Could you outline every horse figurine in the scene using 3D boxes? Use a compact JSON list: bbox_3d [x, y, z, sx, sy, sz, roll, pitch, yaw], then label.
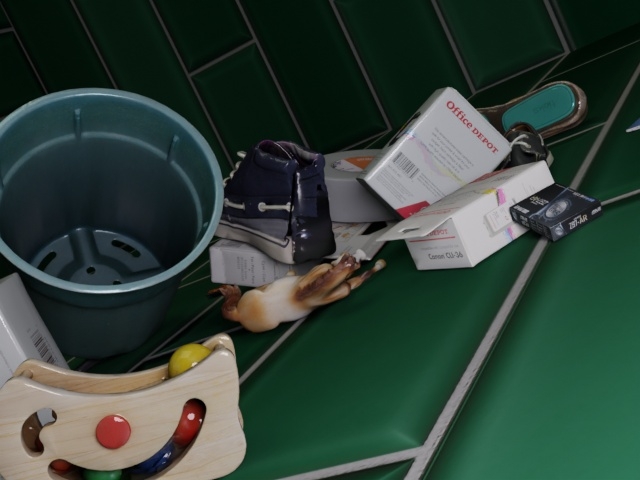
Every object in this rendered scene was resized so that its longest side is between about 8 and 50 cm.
[{"bbox_3d":[-0.033,0.066,1.200,0.263,0.066,0.174,-19,5,25],"label":"horse figurine"}]

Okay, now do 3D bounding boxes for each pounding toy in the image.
[{"bbox_3d":[-0.195,0.158,0.822,0.269,0.154,0.155,-26,9,-4],"label":"pounding toy"}]

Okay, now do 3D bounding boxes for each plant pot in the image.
[{"bbox_3d":[-0.340,0.005,1.415,0.341,0.341,0.334,-31,-19,-29],"label":"plant pot"}]

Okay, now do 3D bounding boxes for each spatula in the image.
[{"bbox_3d":[-0.422,0.221,1.501,0.296,0.030,0.084,-32,8,-33],"label":"spatula"}]

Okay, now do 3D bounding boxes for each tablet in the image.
[{"bbox_3d":[0.484,-0.179,1.346,0.054,0.006,0.083,-18,11,43],"label":"tablet"}]

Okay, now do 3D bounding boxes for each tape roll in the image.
[{"bbox_3d":[0.076,-0.095,1.541,0.219,0.072,0.219,-3,18,1],"label":"tape roll"}]

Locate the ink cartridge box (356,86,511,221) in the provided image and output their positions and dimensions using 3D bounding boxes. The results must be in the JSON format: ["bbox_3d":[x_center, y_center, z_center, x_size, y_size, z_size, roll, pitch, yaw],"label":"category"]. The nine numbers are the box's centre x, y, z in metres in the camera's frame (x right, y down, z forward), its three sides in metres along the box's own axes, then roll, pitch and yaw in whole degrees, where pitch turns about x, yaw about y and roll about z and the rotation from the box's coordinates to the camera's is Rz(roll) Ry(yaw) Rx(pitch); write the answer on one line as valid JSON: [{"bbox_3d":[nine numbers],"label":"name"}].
[{"bbox_3d":[0.157,-0.107,1.280,0.175,0.127,0.072,-47,10,-1],"label":"ink cartridge box"}]

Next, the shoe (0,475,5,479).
[{"bbox_3d":[-0.400,0.288,0.939,0.178,0.063,0.081,-18,6,20],"label":"shoe"}]

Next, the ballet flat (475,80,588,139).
[{"bbox_3d":[0.328,-0.193,1.638,0.316,0.108,0.106,-14,-6,32],"label":"ballet flat"}]

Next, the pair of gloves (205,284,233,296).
[{"bbox_3d":[-0.165,0.080,1.663,0.074,0.010,0.083,-18,9,47],"label":"pair of gloves"}]

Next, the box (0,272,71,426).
[{"bbox_3d":[-0.492,0.217,1.129,0.345,0.215,0.168,-26,8,-4],"label":"box"}]

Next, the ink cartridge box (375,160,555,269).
[{"bbox_3d":[0.176,-0.020,1.095,0.198,0.067,0.115,-29,9,-26],"label":"ink cartridge box"}]

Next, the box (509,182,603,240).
[{"bbox_3d":[0.259,-0.033,1.018,0.067,0.018,0.083,-27,25,-11],"label":"box"}]

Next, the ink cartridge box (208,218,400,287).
[{"bbox_3d":[0.000,0.000,1.489,0.261,0.066,0.296,4,20,20],"label":"ink cartridge box"}]

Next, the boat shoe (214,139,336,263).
[{"bbox_3d":[-0.095,-0.082,1.394,0.127,0.158,0.340,-15,22,-35],"label":"boat shoe"}]

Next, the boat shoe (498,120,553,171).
[{"bbox_3d":[0.283,-0.115,1.321,0.084,0.079,0.233,-20,12,23],"label":"boat shoe"}]
